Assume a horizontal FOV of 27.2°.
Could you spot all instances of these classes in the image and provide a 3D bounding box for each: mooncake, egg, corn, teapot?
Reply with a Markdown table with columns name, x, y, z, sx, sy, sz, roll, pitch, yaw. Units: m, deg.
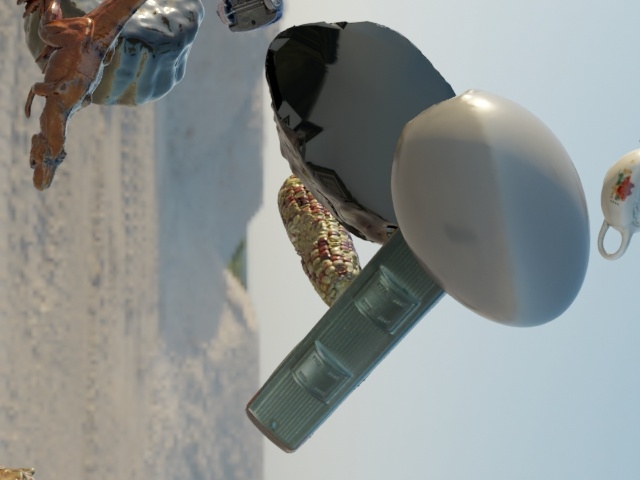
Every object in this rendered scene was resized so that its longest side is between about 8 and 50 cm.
| name | x | y | z | sx | sy | sz | roll | pitch | yaw |
| --- | --- | --- | --- | --- | --- | --- | --- | --- | --- |
| mooncake | -0.336 | -0.364 | 2.155 | 0.161 | 0.290 | 0.290 | 123 | -27 | -45 |
| egg | 0.166 | -0.027 | 1.258 | 0.232 | 0.176 | 0.176 | 58 | -4 | 2 |
| corn | 0.000 | 0.000 | 2.068 | 0.290 | 0.098 | 0.098 | -110 | -163 | -49 |
| teapot | 0.514 | -0.074 | 2.170 | 0.092 | 0.145 | 0.226 | 33 | -79 | 44 |

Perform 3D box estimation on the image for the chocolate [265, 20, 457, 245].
| name | x | y | z | sx | sy | sz | roll | pitch | yaw |
| --- | --- | --- | --- | --- | --- | --- | --- | --- | --- |
| chocolate | 0.065 | -0.132 | 1.795 | 0.340 | 0.225 | 0.210 | 49 | -13 | 8 |

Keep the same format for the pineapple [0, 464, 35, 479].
| name | x | y | z | sx | sy | sz | roll | pitch | yaw |
| --- | --- | --- | --- | --- | --- | --- | --- | --- | --- |
| pineapple | -0.186 | 0.262 | 0.904 | 0.364 | 0.165 | 0.166 | 14 | -74 | 56 |

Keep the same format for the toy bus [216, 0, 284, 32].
| name | x | y | z | sx | sy | sz | roll | pitch | yaw |
| --- | --- | --- | --- | --- | --- | --- | --- | --- | --- |
| toy bus | -0.081 | -0.321 | 1.496 | 0.076 | 0.073 | 0.167 | -20 | 97 | -59 |

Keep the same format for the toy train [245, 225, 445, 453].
| name | x | y | z | sx | sy | sz | roll | pitch | yaw |
| --- | --- | --- | --- | --- | --- | --- | --- | --- | --- |
| toy train | 0.029 | 0.116 | 1.482 | 0.409 | 0.086 | 0.089 | -50 | 173 | 35 |

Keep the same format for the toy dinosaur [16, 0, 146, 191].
| name | x | y | z | sx | sy | sz | roll | pitch | yaw |
| --- | --- | --- | --- | --- | --- | --- | --- | --- | --- |
| toy dinosaur | -0.319 | -0.283 | 1.774 | 0.208 | 0.097 | 0.432 | 32 | -83 | 43 |
